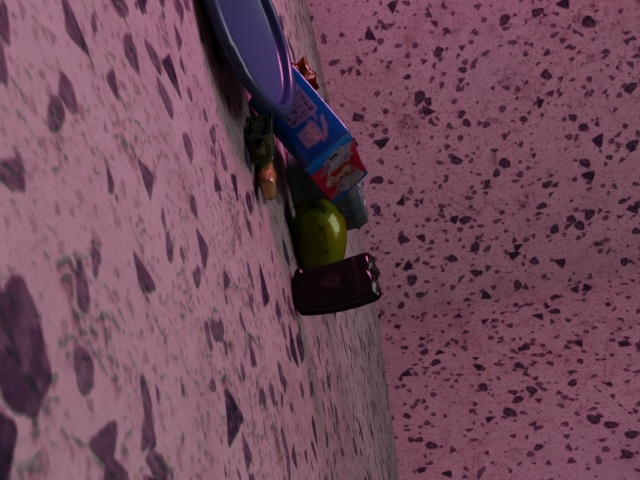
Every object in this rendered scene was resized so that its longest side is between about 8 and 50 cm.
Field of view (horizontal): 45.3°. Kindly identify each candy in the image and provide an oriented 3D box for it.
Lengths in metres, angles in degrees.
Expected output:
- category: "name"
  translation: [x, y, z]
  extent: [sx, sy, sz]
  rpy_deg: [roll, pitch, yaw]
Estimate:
- category: "candy"
  translation: [-0.010, -0.175, 1.345]
  extent: [0.157, 0.100, 0.306]
  rpy_deg: [50, 1, 12]

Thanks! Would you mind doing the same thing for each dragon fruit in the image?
- category: "dragon fruit"
  translation: [-0.061, -0.291, 1.358]
  extent: [0.162, 0.106, 0.083]
  rpy_deg: [52, 25, -76]

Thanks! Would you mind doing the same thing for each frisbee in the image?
- category: "frisbee"
  translation: [-0.114, -0.306, 1.084]
  extent: [0.289, 0.049, 0.289]
  rpy_deg: [-17, 90, -74]

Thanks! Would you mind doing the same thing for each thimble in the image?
- category: "thimble"
  translation: [0.017, -0.116, 1.602]
  extent: [0.235, 0.143, 0.198]
  rpy_deg: [66, 14, -59]

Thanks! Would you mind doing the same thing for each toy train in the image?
- category: "toy train"
  translation: [-0.090, -0.155, 1.161]
  extent: [0.093, 0.038, 0.056]
  rpy_deg: [-92, 175, -60]

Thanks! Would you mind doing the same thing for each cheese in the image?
- category: "cheese"
  translation: [-0.080, -0.091, 1.155]
  extent: [0.083, 0.030, 0.044]
  rpy_deg: [-103, 172, -56]

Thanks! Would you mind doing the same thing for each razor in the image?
- category: "razor"
  translation: [0.025, 0.078, 1.291]
  extent: [0.054, 0.148, 0.090]
  rpy_deg: [59, 20, -54]

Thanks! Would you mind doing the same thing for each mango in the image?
- category: "mango"
  translation: [0.001, 0.000, 1.445]
  extent: [0.119, 0.100, 0.178]
  rpy_deg: [-95, 180, -61]
